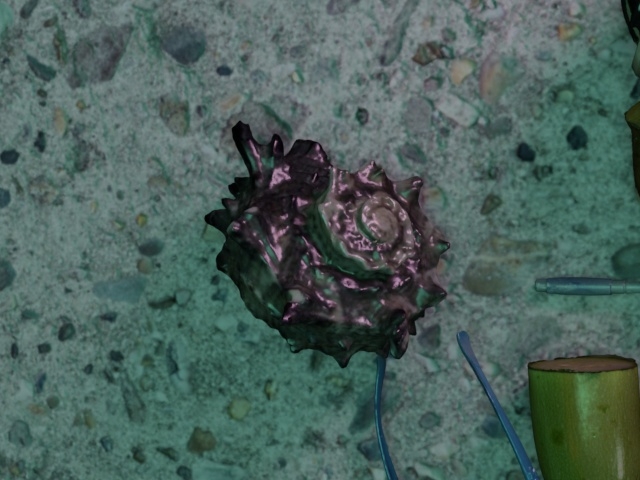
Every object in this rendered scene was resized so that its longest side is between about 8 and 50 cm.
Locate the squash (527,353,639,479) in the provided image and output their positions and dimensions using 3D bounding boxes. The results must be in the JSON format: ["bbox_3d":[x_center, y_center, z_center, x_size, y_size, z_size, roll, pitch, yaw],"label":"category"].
[{"bbox_3d":[0.281,0.213,1.231,0.123,0.123,0.187,-3,97,14],"label":"squash"}]

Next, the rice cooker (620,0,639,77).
[{"bbox_3d":[0.414,-0.234,1.124,0.244,0.226,0.226,18,97,11],"label":"rice cooker"}]

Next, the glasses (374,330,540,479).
[{"bbox_3d":[0.151,0.219,1.280,0.189,0.088,0.221,-24,67,40],"label":"glasses"}]

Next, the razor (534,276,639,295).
[{"bbox_3d":[0.299,0.050,1.258,0.135,0.040,0.068,0,93,19],"label":"razor"}]

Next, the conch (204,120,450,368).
[{"bbox_3d":[0.009,-0.003,1.264,0.240,0.186,0.313,-44,62,-14],"label":"conch"}]

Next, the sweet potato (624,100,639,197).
[{"bbox_3d":[0.404,-0.023,1.193,0.112,0.085,0.286,-40,82,39],"label":"sweet potato"}]
